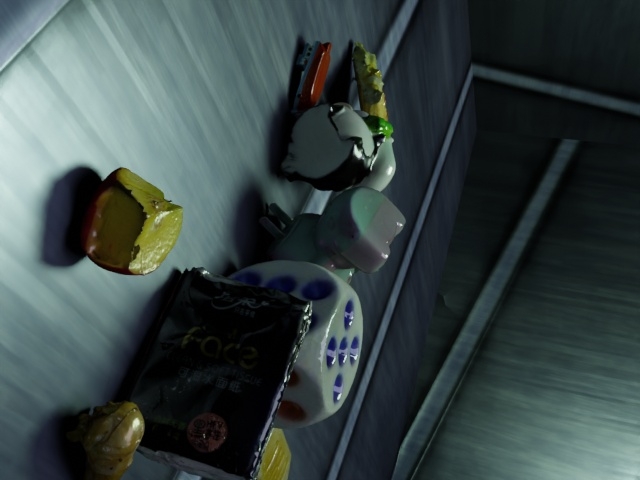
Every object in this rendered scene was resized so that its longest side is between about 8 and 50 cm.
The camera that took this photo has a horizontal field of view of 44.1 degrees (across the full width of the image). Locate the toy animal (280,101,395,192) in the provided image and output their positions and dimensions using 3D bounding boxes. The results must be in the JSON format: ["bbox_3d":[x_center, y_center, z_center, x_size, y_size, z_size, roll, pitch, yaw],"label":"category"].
[{"bbox_3d":[0.067,-0.201,1.774,0.267,0.213,0.212,-1,100,-50],"label":"toy animal"}]

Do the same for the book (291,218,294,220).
[{"bbox_3d":[-0.074,0.015,1.838,0.077,0.014,0.111,71,34,-56],"label":"book"}]

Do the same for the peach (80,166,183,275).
[{"bbox_3d":[-0.265,-0.018,1.103,0.151,0.118,0.151,48,21,-25],"label":"peach"}]

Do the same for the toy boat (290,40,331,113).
[{"bbox_3d":[-0.026,-0.360,1.745,0.069,0.059,0.172,16,90,-71],"label":"toy boat"}]

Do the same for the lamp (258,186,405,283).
[{"bbox_3d":[0.000,0.000,1.673,0.247,0.301,0.247,43,43,-15],"label":"lamp"}]

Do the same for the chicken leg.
[{"bbox_3d":[-0.321,0.315,1.153,0.085,0.101,0.207,-38,154,-59],"label":"chicken leg"}]

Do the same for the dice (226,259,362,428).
[{"bbox_3d":[-0.074,0.203,1.546,0.243,0.259,0.251,-64,154,-45],"label":"dice"}]

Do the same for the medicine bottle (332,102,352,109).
[{"bbox_3d":[0.068,-0.238,1.987,0.252,0.114,0.114,71,33,-55],"label":"medicine bottle"}]

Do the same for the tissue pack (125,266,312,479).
[{"bbox_3d":[-0.170,0.212,1.294,0.123,0.245,0.332,99,10,-58],"label":"tissue pack"}]

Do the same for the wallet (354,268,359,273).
[{"bbox_3d":[0.113,-0.014,2.338,0.168,0.052,0.245,-37,135,-60],"label":"wallet"}]

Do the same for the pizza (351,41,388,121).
[{"bbox_3d":[0.130,-0.392,2.027,0.280,0.075,0.287,77,4,-76],"label":"pizza"}]

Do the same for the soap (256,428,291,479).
[{"bbox_3d":[-0.131,0.504,1.805,0.232,0.073,0.140,78,32,-49],"label":"soap"}]
